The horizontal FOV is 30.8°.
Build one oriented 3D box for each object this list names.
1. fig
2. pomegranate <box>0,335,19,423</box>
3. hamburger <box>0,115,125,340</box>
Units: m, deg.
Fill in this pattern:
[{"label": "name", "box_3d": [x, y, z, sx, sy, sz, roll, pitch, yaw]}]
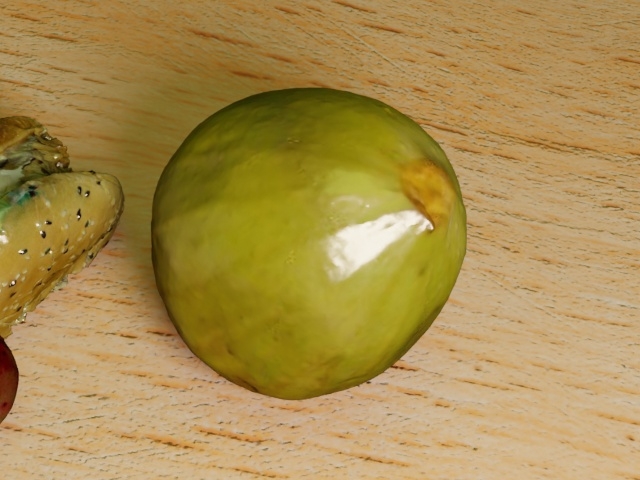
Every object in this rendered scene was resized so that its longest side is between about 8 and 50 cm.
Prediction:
[{"label": "fig", "box_3d": [-0.001, -0.009, 1.191, 0.343, 0.343, 0.343, 5, 50, -6]}, {"label": "pomegranate", "box_3d": [-0.371, 0.126, 1.158, 0.129, 0.129, 0.159, -16, 51, -22]}, {"label": "hamburger", "box_3d": [-0.336, -0.026, 1.259, 0.167, 0.192, 0.288, 38, 54, 8]}]
